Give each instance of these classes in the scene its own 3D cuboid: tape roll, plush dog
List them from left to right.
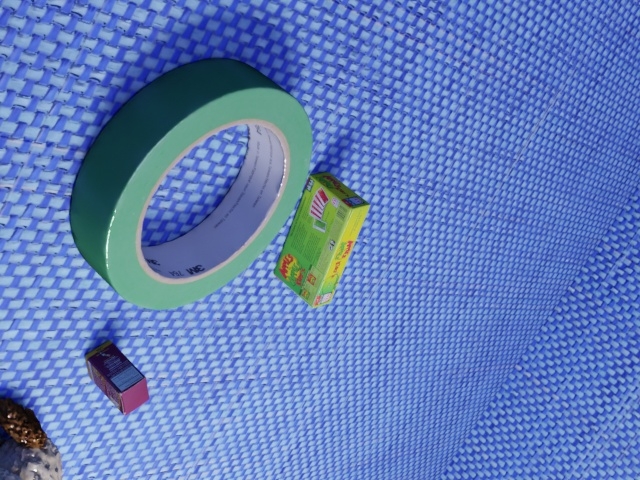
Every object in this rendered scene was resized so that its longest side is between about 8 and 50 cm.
[{"bbox_3d":[-0.402,0.331,1.296,0.225,0.211,0.262,-57,168,-54],"label":"plush dog"},{"bbox_3d":[-0.150,-0.065,1.277,0.321,0.077,0.321,-34,146,-27],"label":"tape roll"}]

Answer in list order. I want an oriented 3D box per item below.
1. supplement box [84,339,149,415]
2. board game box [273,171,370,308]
[{"bbox_3d":[-0.271,0.182,1.382,0.043,0.083,0.055,-33,147,-29],"label":"supplement box"},{"bbox_3d":[0.000,0.000,1.543,0.043,0.092,0.181,-14,135,-46],"label":"board game box"}]
